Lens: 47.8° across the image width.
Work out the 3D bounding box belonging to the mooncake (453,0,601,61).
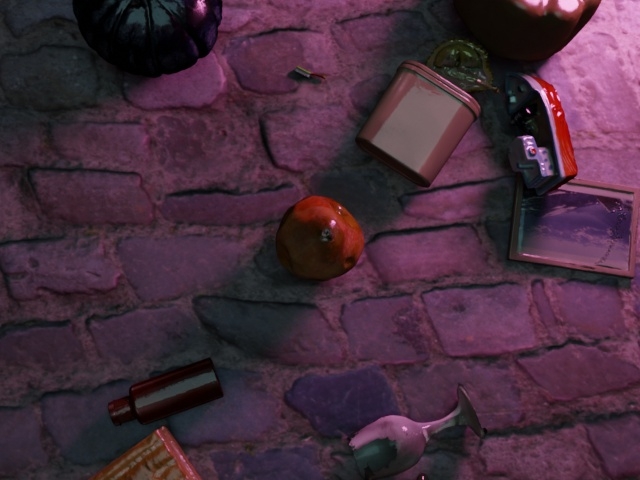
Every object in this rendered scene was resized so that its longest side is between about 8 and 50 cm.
[{"bbox_3d":[0.530,-0.658,1.847,0.378,0.201,0.378,5,67,-12],"label":"mooncake"}]

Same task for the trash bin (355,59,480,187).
[{"bbox_3d":[0.248,-0.295,1.848,0.243,0.121,0.247,32,83,1],"label":"trash bin"}]

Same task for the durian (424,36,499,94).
[{"bbox_3d":[0.383,-0.447,1.877,0.208,0.102,0.146,33,123,8],"label":"durian"}]

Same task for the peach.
[{"bbox_3d":[0.000,0.000,1.723,0.214,0.235,0.214,0,91,-5],"label":"peach"}]

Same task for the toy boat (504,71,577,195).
[{"bbox_3d":[0.535,-0.287,1.846,0.133,0.145,0.332,-4,72,-17],"label":"toy boat"}]

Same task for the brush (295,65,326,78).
[{"bbox_3d":[-0.026,-0.435,1.897,0.083,0.019,0.021,21,90,-1],"label":"brush"}]

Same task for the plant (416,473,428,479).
[{"bbox_3d":[0.169,0.674,1.620,0.297,0.306,0.261,1,53,-34],"label":"plant"}]

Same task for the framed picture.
[{"bbox_3d":[0.664,-0.044,1.885,0.335,0.022,0.247,9,80,-3],"label":"framed picture"}]

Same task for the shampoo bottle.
[{"bbox_3d":[-0.369,0.368,1.718,0.260,0.064,0.102,-18,86,-6],"label":"shampoo bottle"}]

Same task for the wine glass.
[{"bbox_3d":[0.225,0.461,1.714,0.321,0.143,0.143,-23,83,-6],"label":"wine glass"}]

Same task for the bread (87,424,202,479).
[{"bbox_3d":[-0.400,0.595,1.655,0.246,0.111,0.239,-34,84,-8],"label":"bread"}]

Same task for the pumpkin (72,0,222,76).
[{"bbox_3d":[-0.413,-0.579,1.769,0.363,0.266,0.363,1,81,-8],"label":"pumpkin"}]
